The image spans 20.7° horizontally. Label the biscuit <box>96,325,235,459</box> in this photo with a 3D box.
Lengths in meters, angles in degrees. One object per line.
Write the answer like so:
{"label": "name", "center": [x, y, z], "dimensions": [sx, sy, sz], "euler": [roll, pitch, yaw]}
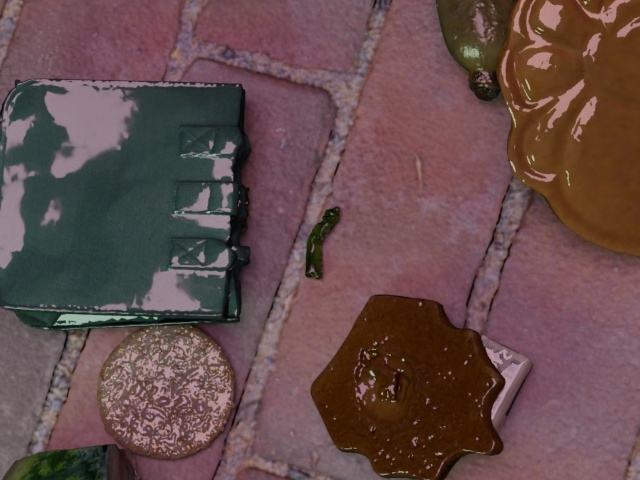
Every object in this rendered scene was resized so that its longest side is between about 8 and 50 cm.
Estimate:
{"label": "biscuit", "center": [-0.162, 0.158, 1.846], "dimensions": [0.152, 0.020, 0.152], "euler": [-1, 79, 7]}

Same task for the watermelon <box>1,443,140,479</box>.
{"label": "watermelon", "center": [-0.240, 0.362, 1.754], "dimensions": [0.180, 0.224, 0.305], "euler": [-1, 80, -38]}

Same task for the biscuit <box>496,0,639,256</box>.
{"label": "biscuit", "center": [0.334, -0.152, 1.764], "dimensions": [0.312, 0.057, 0.351], "euler": [-10, 98, -4]}

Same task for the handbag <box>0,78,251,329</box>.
{"label": "handbag", "center": [-0.209, -0.034, 1.861], "dimensions": [0.274, 0.100, 0.269], "euler": [-2, 74, 6]}

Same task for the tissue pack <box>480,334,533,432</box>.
{"label": "tissue pack", "center": [0.172, 0.147, 1.791], "dimensions": [0.062, 0.042, 0.083], "euler": [27, 84, 13]}

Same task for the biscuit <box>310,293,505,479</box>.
{"label": "biscuit", "center": [0.100, 0.159, 1.775], "dimensions": [0.215, 0.034, 0.182], "euler": [34, 91, 32]}

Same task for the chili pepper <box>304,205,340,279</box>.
{"label": "chili pepper", "center": [0.000, 0.000, 1.861], "dimensions": [0.027, 0.022, 0.083], "euler": [9, 78, 44]}

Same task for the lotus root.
{"label": "lotus root", "center": [0.170, -0.240, 1.859], "dimensions": [0.090, 0.077, 0.183], "euler": [-8, 74, 6]}
